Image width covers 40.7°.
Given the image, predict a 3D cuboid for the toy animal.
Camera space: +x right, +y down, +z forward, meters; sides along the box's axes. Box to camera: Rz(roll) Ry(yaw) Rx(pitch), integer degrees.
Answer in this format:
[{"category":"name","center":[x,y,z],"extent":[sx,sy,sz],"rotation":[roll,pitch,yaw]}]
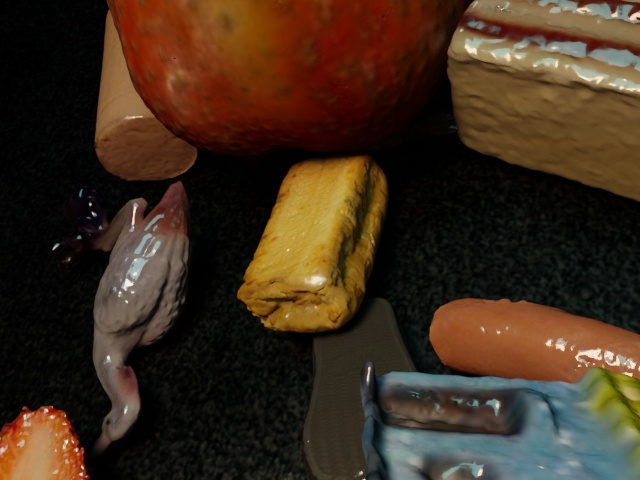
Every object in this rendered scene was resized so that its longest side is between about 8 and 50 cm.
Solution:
[{"category":"toy animal","center":[-0.196,0.069,0.898],"extent":[0.195,0.090,0.324],"rotation":[-35,52,27]}]

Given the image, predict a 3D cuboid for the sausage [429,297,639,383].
[{"category":"sausage","center":[0.239,0.115,0.695],"extent":[0.327,0.079,0.087],"rotation":[20,95,33]}]

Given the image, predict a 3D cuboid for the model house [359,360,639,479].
[{"category":"model house","center":[0.171,0.211,0.518],"extent":[0.303,0.215,0.237],"rotation":[2,19,1]}]

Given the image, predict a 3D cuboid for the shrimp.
[{"category":"shrimp","center":[0.107,-0.168,0.985],"extent":[0.195,0.035,0.147],"rotation":[-7,51,19]}]

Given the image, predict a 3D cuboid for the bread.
[{"category":"bread","center":[0.000,0.000,0.852],"extent":[0.114,0.083,0.211],"rotation":[-5,40,25]}]

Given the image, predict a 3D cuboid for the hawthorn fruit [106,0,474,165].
[{"category":"hawthorn fruit","center":[-0.049,-0.291,0.874],"extent":[0.403,0.403,0.402],"rotation":[-11,53,14]}]

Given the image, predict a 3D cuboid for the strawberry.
[{"category":"strawberry","center":[-0.260,0.294,0.755],"extent":[0.188,0.106,0.286],"rotation":[-4,49,15]}]

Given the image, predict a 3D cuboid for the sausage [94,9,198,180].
[{"category":"sausage","center":[-0.213,-0.199,1.074],"extent":[0.123,0.123,0.252],"rotation":[-15,53,11]}]

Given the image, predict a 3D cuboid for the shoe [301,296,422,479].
[{"category":"shoe","center":[0.049,0.147,0.752],"extent":[0.108,0.093,0.241],"rotation":[-21,27,10]}]

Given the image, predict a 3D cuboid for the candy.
[{"category":"candy","center":[0.283,-0.135,0.782],"extent":[0.321,0.179,0.135],"rotation":[22,68,28]}]
